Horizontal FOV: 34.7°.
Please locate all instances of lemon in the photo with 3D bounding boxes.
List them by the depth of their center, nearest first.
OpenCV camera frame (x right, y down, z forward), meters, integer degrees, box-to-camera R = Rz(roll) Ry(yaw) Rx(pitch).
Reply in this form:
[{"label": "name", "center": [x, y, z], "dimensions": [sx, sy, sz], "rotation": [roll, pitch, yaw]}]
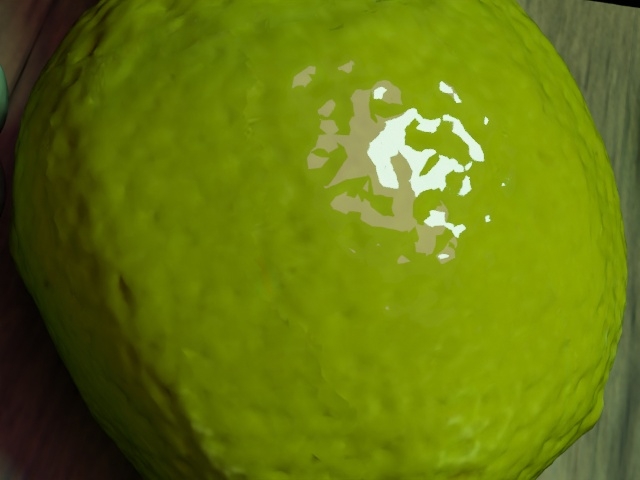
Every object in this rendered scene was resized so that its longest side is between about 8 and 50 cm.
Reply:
[{"label": "lemon", "center": [-0.001, -0.002, 0.548], "dimensions": [0.336, 0.336, 0.336], "rotation": [11, 66, -26]}]

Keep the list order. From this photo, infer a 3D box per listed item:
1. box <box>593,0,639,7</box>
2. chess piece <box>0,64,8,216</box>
[{"label": "box", "center": [0.034, -0.232, 0.655], "dimensions": [0.350, 0.359, 0.091], "rotation": [10, 106, -26]}, {"label": "chess piece", "center": [-0.232, 0.071, 0.478], "dimensions": [0.182, 0.182, 0.330], "rotation": [0, 76, -30]}]
